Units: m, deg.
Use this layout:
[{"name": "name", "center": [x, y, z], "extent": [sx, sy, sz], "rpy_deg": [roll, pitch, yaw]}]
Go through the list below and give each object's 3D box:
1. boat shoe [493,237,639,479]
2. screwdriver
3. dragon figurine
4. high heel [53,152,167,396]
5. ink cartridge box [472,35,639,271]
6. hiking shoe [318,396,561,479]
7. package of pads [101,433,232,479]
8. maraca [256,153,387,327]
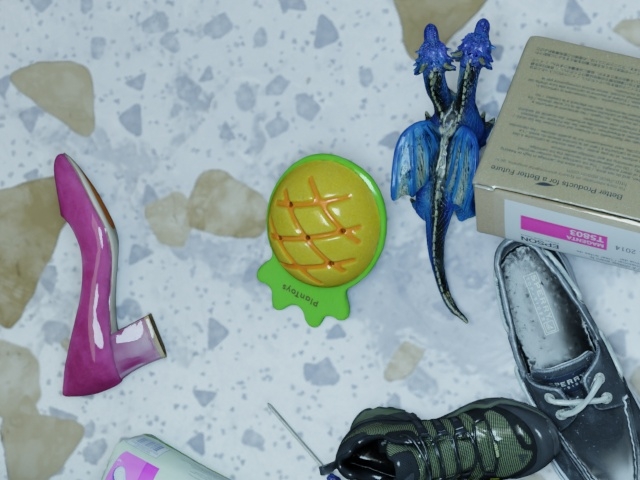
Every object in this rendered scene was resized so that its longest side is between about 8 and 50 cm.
[{"name": "boat shoe", "center": [0.242, 0.133, 1.744], "extent": [0.108, 0.102, 0.301], "rpy_deg": [-21, 80, 11]}, {"name": "screwdriver", "center": [-0.002, 0.228, 1.839], "extent": [0.170, 0.024, 0.025], "rpy_deg": [43, 67, 16]}, {"name": "dragon figurine", "center": [0.119, -0.071, 1.773], "extent": [0.085, 0.144, 0.289], "rpy_deg": [9, 87, 15]}, {"name": "high heel", "center": [-0.256, 0.037, 1.890], "extent": [0.117, 0.082, 0.244], "rpy_deg": [-23, 92, 1]}, {"name": "ink cartridge box", "center": [0.282, -0.077, 1.724], "extent": [0.234, 0.088, 0.193], "rpy_deg": [15, 59, 15]}, {"name": "hiking shoe", "center": [0.116, 0.210, 1.741], "extent": [0.226, 0.114, 0.086], "rpy_deg": [-7, 108, 29]}, {"name": "package of pads", "center": [-0.153, 0.372, 1.819], "extent": [0.229, 0.101, 0.297], "rpy_deg": [26, 92, 16]}, {"name": "maraca", "center": [0.000, 0.000, 1.825], "extent": [0.127, 0.099, 0.186], "rpy_deg": [27, 117, 17]}]
